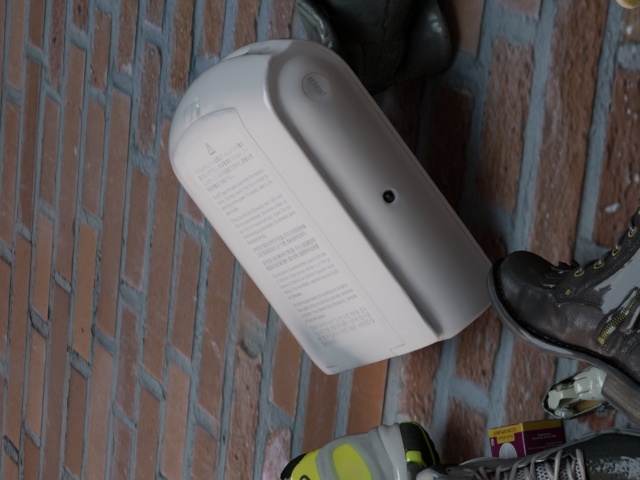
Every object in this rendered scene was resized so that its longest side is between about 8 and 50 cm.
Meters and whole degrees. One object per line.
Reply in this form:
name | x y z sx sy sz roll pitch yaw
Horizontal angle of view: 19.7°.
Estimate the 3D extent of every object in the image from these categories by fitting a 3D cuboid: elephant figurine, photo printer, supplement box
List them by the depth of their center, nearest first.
supplement box | 0.177 0.194 1.550 0.055 0.043 0.083 -24 72 59
photo printer | -0.004 -0.034 1.663 0.307 0.107 0.256 53 153 -5
elephant figurine | 0.042 -0.202 1.690 0.169 0.186 0.239 0 107 20

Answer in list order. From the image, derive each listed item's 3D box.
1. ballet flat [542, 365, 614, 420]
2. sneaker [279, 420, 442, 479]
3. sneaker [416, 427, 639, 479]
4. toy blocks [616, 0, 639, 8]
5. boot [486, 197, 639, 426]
ballet flat | 0.214 0.121 1.478 0.114 0.041 0.041 -37 61 57
sneaker | 0.051 0.361 1.651 0.145 0.147 0.385 47 -144 -66
sneaker | 0.157 0.201 1.439 0.228 0.132 0.086 -18 77 40
toy blocks | 0.276 -0.213 1.302 0.148 0.054 0.123 16 127 43
boot | 0.246 -0.002 1.366 0.263 0.091 0.229 39 120 45
